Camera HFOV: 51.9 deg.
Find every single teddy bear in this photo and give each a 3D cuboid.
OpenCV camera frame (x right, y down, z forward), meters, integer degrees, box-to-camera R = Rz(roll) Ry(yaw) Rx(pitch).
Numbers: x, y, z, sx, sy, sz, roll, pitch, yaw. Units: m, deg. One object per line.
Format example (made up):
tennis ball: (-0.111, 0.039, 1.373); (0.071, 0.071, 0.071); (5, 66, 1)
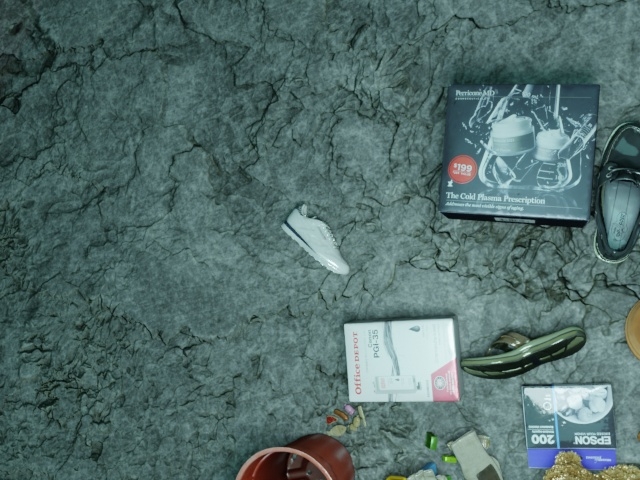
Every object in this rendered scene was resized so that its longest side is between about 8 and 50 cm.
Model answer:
teddy bear: (0.662, 0.623, 1.507); (0.337, 0.113, 0.245); (9, 87, 5)

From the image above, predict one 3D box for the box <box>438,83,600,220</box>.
box: (0.475, -0.203, 1.586); (0.343, 0.179, 0.313); (4, 87, 18)

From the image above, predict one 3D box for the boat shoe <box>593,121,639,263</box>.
boat shoe: (0.707, -0.117, 1.536); (0.127, 0.113, 0.340); (15, 92, 19)

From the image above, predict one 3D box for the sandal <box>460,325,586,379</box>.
sandal: (0.489, 0.264, 1.604); (0.302, 0.120, 0.086); (-22, 53, 14)

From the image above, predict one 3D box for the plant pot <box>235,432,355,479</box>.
plant pot: (-0.043, 0.623, 1.663); (0.272, 0.265, 0.273); (0, 89, 18)

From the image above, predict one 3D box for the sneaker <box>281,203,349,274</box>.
sneaker: (0.000, 0.000, 1.787); (0.235, 0.090, 0.095); (42, 91, 15)

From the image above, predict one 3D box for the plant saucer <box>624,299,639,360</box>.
plant saucer: (0.794, 0.200, 1.484); (0.200, 0.037, 0.200); (-17, 55, 27)

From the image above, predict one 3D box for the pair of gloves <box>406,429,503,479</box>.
pair of gloves: (0.334, 0.604, 1.606); (0.240, 0.042, 0.204); (-37, 99, -9)

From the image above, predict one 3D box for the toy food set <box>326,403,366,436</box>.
toy food set: (0.066, 0.481, 1.769); (0.122, 0.019, 0.078); (-19, 84, 26)

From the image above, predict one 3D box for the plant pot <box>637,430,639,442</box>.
plant pot: (0.858, 0.407, 1.384); (0.290, 0.291, 0.203); (31, 81, 18)

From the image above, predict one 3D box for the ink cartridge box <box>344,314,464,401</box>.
ink cartridge box: (0.212, 0.304, 1.677); (0.282, 0.117, 0.207); (-6, 85, 18)

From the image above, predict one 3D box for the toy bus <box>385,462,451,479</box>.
toy bus: (0.238, 0.676, 1.653); (0.104, 0.190, 0.202); (-27, 74, 60)

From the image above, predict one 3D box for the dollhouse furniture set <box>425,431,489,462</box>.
dollhouse furniture set: (0.347, 0.523, 1.669); (0.151, 0.058, 0.076); (7, 83, -1)

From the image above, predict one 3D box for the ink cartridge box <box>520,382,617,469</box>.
ink cartridge box: (0.596, 0.450, 1.579); (0.206, 0.045, 0.208); (-6, 86, 18)
